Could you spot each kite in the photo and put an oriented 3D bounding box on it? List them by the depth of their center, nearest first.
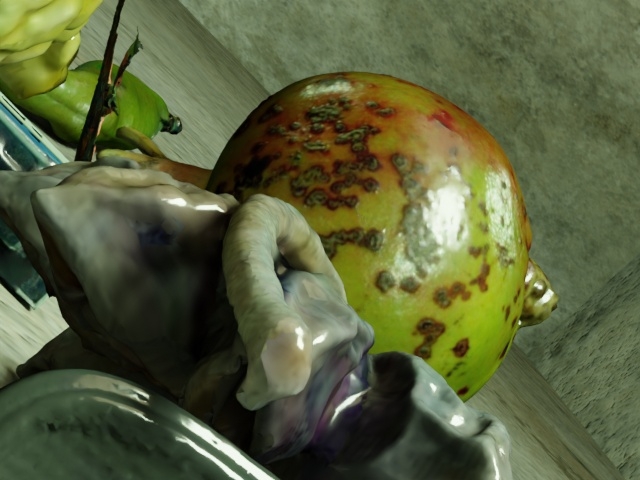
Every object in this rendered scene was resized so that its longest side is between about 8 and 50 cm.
[{"bbox_3d":[-0.107,-0.061,0.800,0.010,0.182,0.160,15,-28,-14],"label":"kite"}]

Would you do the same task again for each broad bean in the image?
[{"bbox_3d":[-0.141,-0.086,1.010,0.070,0.048,0.213,50,9,17],"label":"broad bean"}]

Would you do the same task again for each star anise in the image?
[{"bbox_3d":[-0.015,0.044,0.482,0.230,0.081,0.262,45,-20,10],"label":"star anise"}]

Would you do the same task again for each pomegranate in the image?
[{"bbox_3d":[0.001,-0.005,0.872,0.246,0.198,0.198,29,-6,33],"label":"pomegranate"}]

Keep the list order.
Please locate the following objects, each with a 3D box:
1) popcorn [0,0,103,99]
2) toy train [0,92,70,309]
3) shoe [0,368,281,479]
[{"bbox_3d":[-0.176,-0.185,0.758,0.237,0.206,0.251,35,-34,30],"label":"popcorn"},{"bbox_3d":[-0.178,-0.074,0.643,0.234,0.052,0.051,46,3,-11],"label":"toy train"},{"bbox_3d":[0.012,0.121,0.360,0.241,0.108,0.093,39,-19,-15],"label":"shoe"}]
